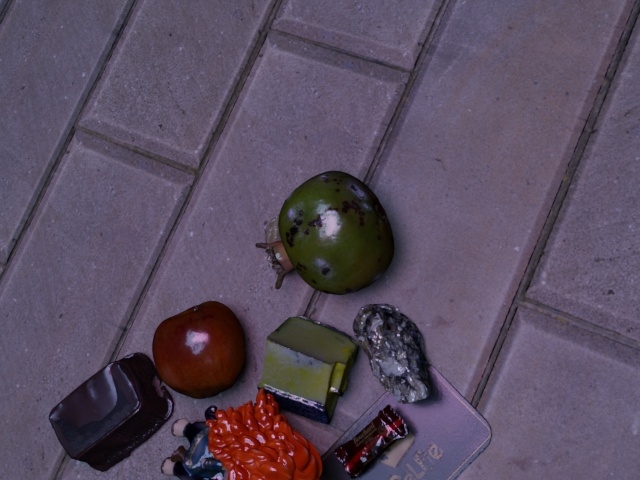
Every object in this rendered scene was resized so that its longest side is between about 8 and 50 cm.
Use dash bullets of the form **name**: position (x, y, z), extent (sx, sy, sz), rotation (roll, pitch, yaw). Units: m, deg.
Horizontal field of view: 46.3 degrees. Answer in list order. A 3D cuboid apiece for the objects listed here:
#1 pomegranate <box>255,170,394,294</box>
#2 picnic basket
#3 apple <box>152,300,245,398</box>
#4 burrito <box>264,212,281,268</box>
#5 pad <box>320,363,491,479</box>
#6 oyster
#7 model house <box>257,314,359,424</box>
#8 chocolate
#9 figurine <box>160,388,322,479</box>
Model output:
- **pomegranate**: position (0.001, -0.009, 1.717), extent (0.323, 0.291, 0.291), rotation (-14, 73, 3)
- **picnic basket**: position (-0.532, 0.427, 1.860), extent (0.297, 0.129, 0.222), rotation (-38, 70, 6)
- **apple**: position (-0.285, 0.263, 1.785), extent (0.230, 0.230, 0.230), rotation (-4, 76, 16)
- **burrito**: position (-0.114, 0.001, 1.882), extent (0.055, 0.041, 0.149), rotation (-4, 72, 3)
- **pad**: position (0.198, 0.492, 1.654), extent (0.375, 0.063, 0.315), rotation (-47, 69, 2)
- **oyster**: position (0.159, 0.250, 1.693), extent (0.199, 0.087, 0.252), rotation (8, 49, 10)
- **model house**: position (-0.029, 0.317, 1.748), extent (0.194, 0.170, 0.211), rotation (17, 110, 13)
- **chocolate**: position (0.113, 0.450, 1.671), extent (0.182, 0.028, 0.086), rotation (-43, 65, 17)
- **figurine**: position (-0.192, 0.508, 1.663), extent (0.411, 0.241, 0.306), rotation (-23, 47, 30)
